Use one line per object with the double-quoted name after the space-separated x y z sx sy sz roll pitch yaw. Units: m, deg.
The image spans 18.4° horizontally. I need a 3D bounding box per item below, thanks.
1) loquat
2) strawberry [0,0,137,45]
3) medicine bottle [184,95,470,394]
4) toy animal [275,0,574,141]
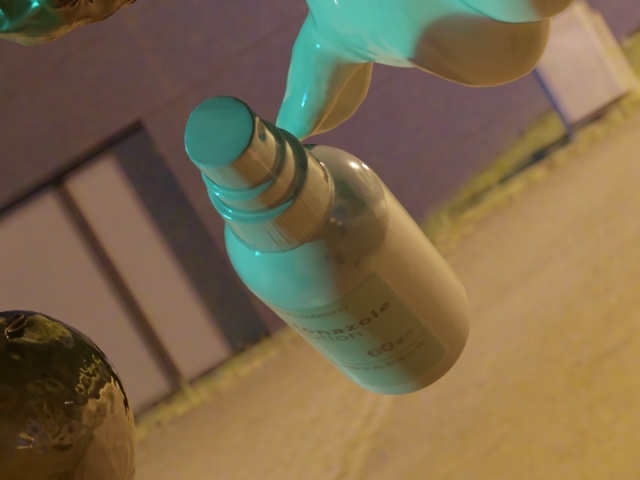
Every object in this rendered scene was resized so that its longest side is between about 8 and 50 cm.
-0.169 0.124 1.000 0.152 0.152 0.195 -38 -36 -53 "loquat"
-0.163 -0.260 0.925 0.265 0.336 0.149 -35 31 -12 "strawberry"
0.000 0.000 1.274 0.110 0.110 0.352 -30 -29 8 "medicine bottle"
0.041 -0.202 1.198 0.367 0.241 0.196 105 176 -67 "toy animal"
